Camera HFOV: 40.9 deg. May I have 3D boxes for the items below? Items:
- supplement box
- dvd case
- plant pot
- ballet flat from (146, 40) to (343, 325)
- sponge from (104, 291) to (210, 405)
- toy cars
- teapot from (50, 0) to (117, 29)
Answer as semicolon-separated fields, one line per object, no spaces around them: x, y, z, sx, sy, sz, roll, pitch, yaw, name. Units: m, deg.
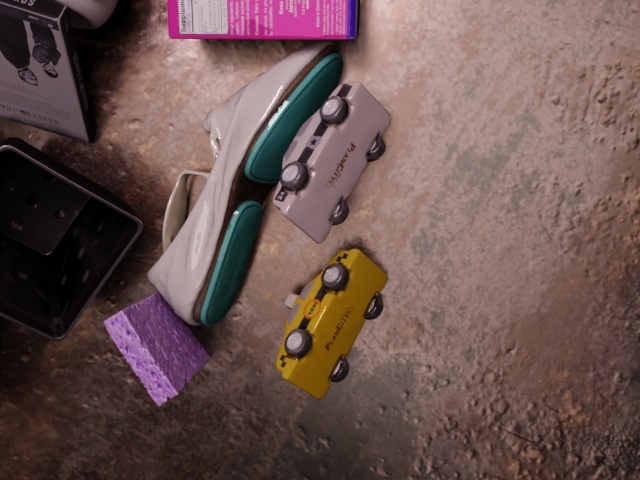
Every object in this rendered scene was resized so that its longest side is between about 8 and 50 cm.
-0.064;-0.295;1.012;0.220;0.111;0.114;3;106;4;supplement box
-0.375;-0.218;1.041;0.179;0.239;0.030;17;62;3;dvd case
-0.357;-0.021;1.065;0.187;0.167;0.188;32;99;-28;plant pot
-0.113;-0.086;1.083;0.139;0.139;0.400;26;100;1;ballet flat
-0.198;0.127;1.067;0.031;0.210;0.117;-34;92;5;sponge
0.000;0.000;1.069;0.087;0.176;0.394;18;115;44;toy cars
-0.333;-0.373;1.005;0.256;0.252;0.187;19;90;-24;teapot
